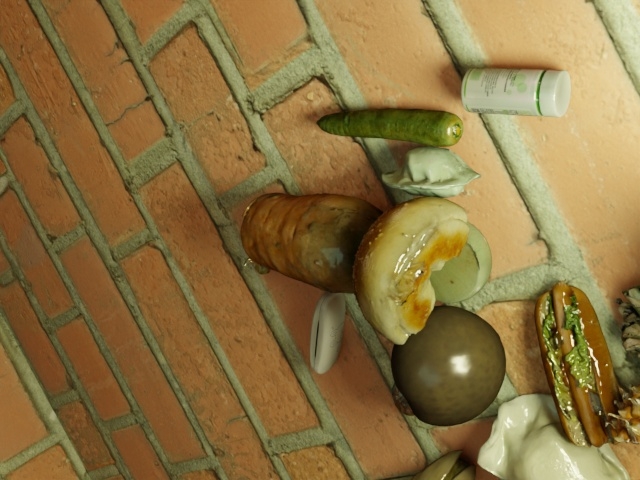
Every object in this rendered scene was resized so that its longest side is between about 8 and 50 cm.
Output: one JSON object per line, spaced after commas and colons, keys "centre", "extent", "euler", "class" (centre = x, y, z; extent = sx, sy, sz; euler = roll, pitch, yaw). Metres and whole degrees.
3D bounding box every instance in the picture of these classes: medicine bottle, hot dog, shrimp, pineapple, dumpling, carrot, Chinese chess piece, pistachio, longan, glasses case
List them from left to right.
{"centre": [0.000, 0.000, 1.743], "extent": [0.341, 0.224, 0.224], "euler": [9, 116, 44], "class": "carrot"}
{"centre": [0.017, 0.229, 1.916], "extent": [0.059, 0.092, 0.233], "euler": [23, 121, 32], "class": "glasses case"}
{"centre": [0.135, -0.244, 1.624], "extent": [0.359, 0.074, 0.074], "euler": [10, 116, 38], "class": "carrot"}
{"centre": [0.235, 0.359, 1.836], "extent": [0.101, 0.042, 0.190], "euler": [57, 134, 13], "class": "shrimp"}
{"centre": [0.218, -0.143, 1.555], "extent": [0.219, 0.153, 0.108], "euler": [2, 83, 39], "class": "dumpling"}
{"centre": [0.277, 0.596, 1.819], "extent": [0.136, 0.136, 0.226], "euler": [43, 89, 15], "class": "pistachio"}
{"centre": [0.268, 0.268, 1.629], "extent": [0.258, 0.258, 0.258], "euler": [17, 119, 32], "class": "longan"}
{"centre": [0.272, 0.041, 1.637], "extent": [0.188, 0.083, 0.188], "euler": [13, 115, 31], "class": "Chinese chess piece"}
{"centre": [0.359, -0.275, 1.418], "extent": [0.183, 0.086, 0.086], "euler": [11, 116, 35], "class": "medicine bottle"}
{"centre": [0.505, 0.456, 1.615], "extent": [0.318, 0.187, 0.242], "euler": [17, 80, 21], "class": "dumpling"}
{"centre": [0.499, 0.242, 1.501], "extent": [0.135, 0.100, 0.337], "euler": [-16, 88, 41], "class": "hot dog"}
{"centre": [0.614, 0.205, 1.372], "extent": [0.262, 0.262, 0.271], "euler": [-18, 81, 42], "class": "pineapple"}

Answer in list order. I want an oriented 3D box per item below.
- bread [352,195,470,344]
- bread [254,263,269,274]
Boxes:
{"centre": [0.150, 0.051, 1.525], "extent": [0.171, 0.192, 0.314], "euler": [30, 105, 37], "class": "bread"}
{"centre": [-0.153, 0.046, 2.006], "extent": [0.049, 0.034, 0.088], "euler": [19, 117, 48], "class": "bread"}
